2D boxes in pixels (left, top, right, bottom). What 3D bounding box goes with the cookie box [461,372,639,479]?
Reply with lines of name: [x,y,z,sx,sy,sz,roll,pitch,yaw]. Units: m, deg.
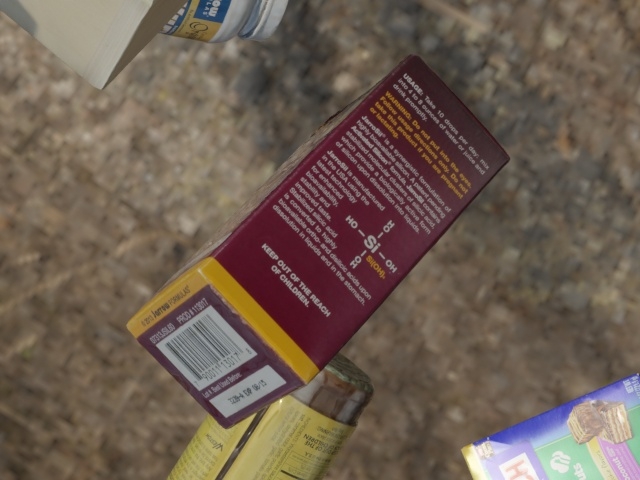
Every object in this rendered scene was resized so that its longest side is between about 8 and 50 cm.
cookie box: [0.144,0.134,1.018,0.107,0.092,0.040,-25,168,10]

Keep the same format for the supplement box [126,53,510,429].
supplement box: [0.000,0.000,0.980,0.081,0.188,0.104,47,148,-6]

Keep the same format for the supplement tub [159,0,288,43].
supplement tub: [-0.136,-0.262,1.724,0.200,0.144,0.144,9,154,-20]

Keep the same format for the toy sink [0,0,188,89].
toy sink: [-0.165,-0.234,1.139,0.234,0.153,0.131,39,147,-3]

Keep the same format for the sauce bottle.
sauce bottle: [-0.088,0.231,1.523,0.111,0.344,0.111,34,-173,-5]
